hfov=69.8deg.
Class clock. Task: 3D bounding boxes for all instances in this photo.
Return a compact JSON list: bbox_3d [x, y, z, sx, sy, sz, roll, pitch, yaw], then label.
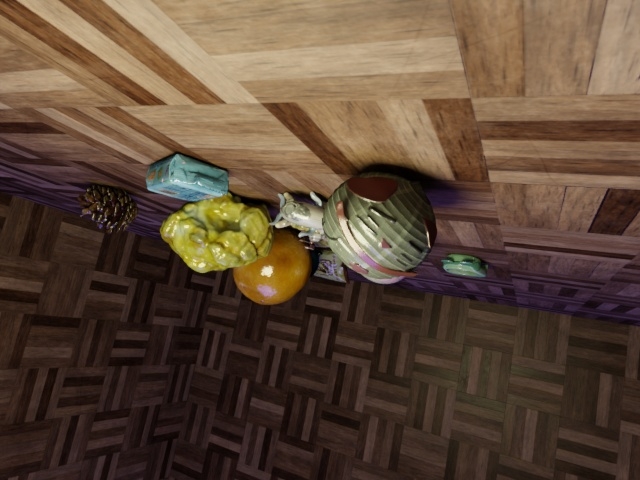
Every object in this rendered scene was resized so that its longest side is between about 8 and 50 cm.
[{"bbox_3d":[0.546,0.093,1.747,0.148,0.060,0.188,6,169,34],"label":"clock"}]

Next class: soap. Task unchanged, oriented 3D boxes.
[{"bbox_3d":[-0.365,-0.161,1.235,0.156,0.077,0.293,16,171,-35],"label":"soap"}]

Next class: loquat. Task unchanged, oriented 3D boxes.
[{"bbox_3d":[-0.194,0.095,1.845,0.328,0.328,0.328,11,171,2],"label":"loquat"}]

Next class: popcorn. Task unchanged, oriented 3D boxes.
[{"bbox_3d":[-0.319,-0.010,1.473,0.334,0.294,0.292,10,141,-4],"label":"popcorn"}]

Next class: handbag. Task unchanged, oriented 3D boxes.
[{"bbox_3d":[0.029,0.105,2.229,0.235,0.127,0.213,12,134,28],"label":"handbag"}]

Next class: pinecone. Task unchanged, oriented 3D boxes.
[{"bbox_3d":[-0.810,-0.124,1.751,0.184,0.179,0.204,-16,144,38],"label":"pinecone"}]

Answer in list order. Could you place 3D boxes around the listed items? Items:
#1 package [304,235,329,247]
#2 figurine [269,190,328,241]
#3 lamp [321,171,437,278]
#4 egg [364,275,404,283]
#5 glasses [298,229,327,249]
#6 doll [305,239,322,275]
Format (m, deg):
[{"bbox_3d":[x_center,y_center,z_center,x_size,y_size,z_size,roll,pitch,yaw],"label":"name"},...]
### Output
[{"bbox_3d":[-0.002,0.003,1.970,0.108,0.031,0.120,4,164,35],"label":"package"},{"bbox_3d":[-0.042,-0.068,1.293,0.208,0.128,0.184,16,177,27],"label":"figurine"},{"bbox_3d":[0.127,-0.036,0.963,0.265,0.233,0.233,32,163,-25],"label":"lamp"},{"bbox_3d":[0.185,0.030,1.381,0.196,0.196,0.271,9,169,16],"label":"egg"},{"bbox_3d":[0.007,-0.005,1.710,0.162,0.095,0.255,8,175,-10],"label":"glasses"},{"bbox_3d":[-0.143,0.107,2.087,0.322,0.186,0.198,-21,157,-3],"label":"doll"}]
